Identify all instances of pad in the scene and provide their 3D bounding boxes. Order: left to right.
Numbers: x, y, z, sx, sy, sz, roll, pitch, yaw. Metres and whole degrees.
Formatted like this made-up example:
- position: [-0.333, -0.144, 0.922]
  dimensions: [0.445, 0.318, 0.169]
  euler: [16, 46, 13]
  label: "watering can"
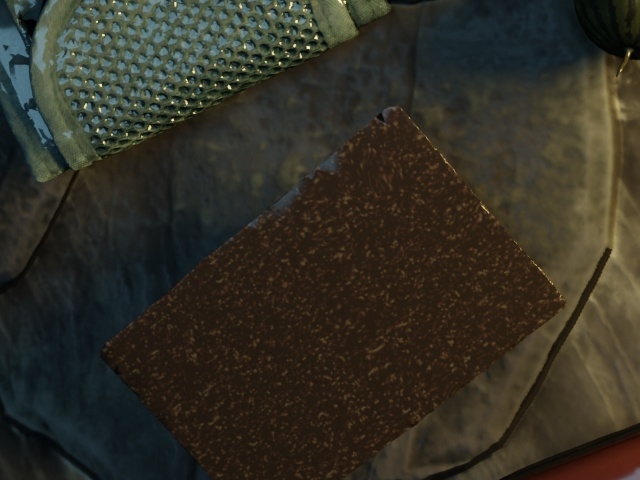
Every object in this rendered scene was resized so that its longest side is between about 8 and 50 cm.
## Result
- position: [0.006, 0.071, 1.219]
  dimensions: [0.330, 0.004, 0.220]
  euler: [-39, 98, 13]
  label: "pad"

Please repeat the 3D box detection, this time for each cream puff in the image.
- position: [0.000, 0.000, 1.241]
  dimensions: [0.083, 0.058, 0.083]
  euler: [38, 84, -1]
  label: "cream puff"

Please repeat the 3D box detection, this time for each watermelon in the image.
- position: [0.243, -0.181, 1.138]
  dimensions: [0.105, 0.105, 0.133]
  euler: [15, 74, 19]
  label: "watermelon"

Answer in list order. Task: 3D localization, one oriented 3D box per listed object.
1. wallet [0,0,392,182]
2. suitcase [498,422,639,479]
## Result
- position: [-0.140, -0.219, 1.249]
  dimensions: [0.342, 0.075, 0.237]
  euler: [-25, 97, 6]
  label: "wallet"
- position: [0.258, 0.283, 1.082]
  dimensions: [0.236, 0.161, 0.297]
  euler: [-23, 81, 16]
  label: "suitcase"
